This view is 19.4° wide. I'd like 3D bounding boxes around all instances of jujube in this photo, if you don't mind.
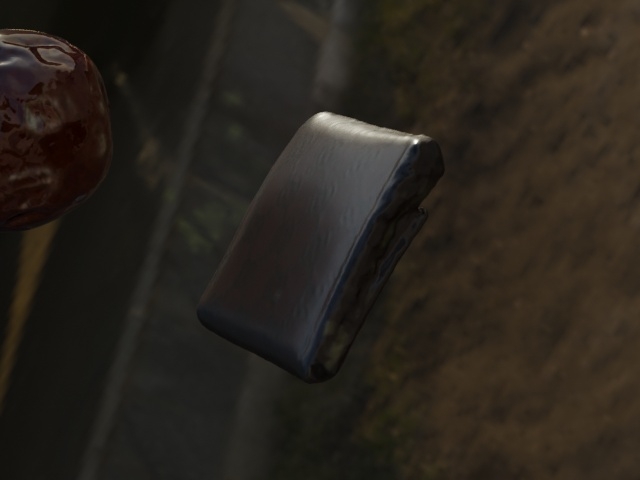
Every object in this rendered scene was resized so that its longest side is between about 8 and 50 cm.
[{"bbox_3d":[-0.281,-0.084,1.476,0.168,0.236,0.168,175,90,-89],"label":"jujube"}]

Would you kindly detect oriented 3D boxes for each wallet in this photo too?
[{"bbox_3d":[0.000,0.000,1.261,0.182,0.049,0.229,-60,20,-3],"label":"wallet"}]
